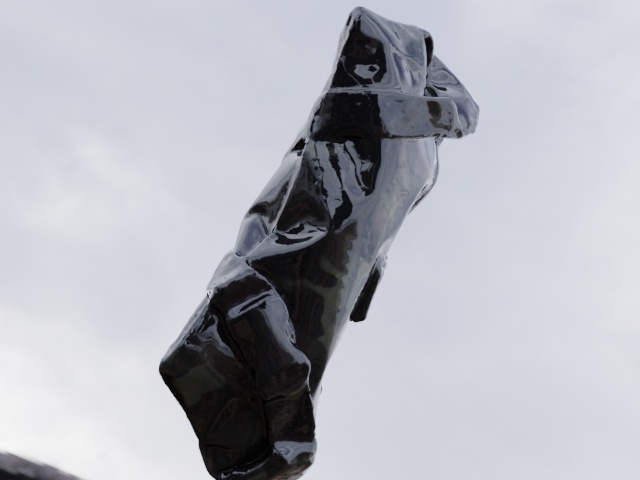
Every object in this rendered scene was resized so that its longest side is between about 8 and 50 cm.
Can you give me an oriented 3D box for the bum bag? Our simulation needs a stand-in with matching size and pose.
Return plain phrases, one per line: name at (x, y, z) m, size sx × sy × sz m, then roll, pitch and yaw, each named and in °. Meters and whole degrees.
bum bag at (0.000, 0.000, 0.744) m, size 0.095 × 0.340 × 0.144 m, roll 12°, pitch -20°, yaw 49°
